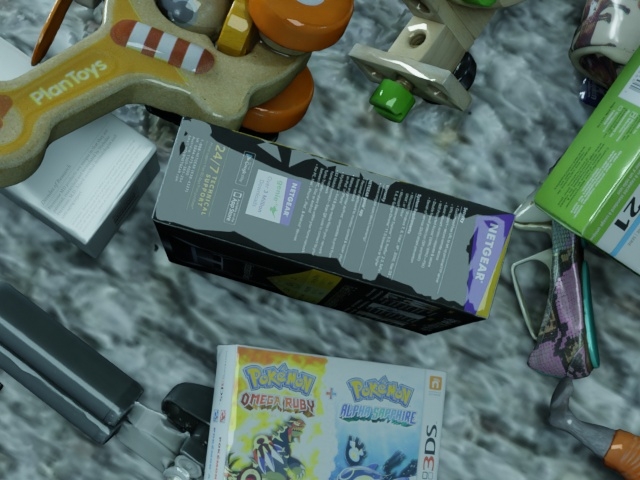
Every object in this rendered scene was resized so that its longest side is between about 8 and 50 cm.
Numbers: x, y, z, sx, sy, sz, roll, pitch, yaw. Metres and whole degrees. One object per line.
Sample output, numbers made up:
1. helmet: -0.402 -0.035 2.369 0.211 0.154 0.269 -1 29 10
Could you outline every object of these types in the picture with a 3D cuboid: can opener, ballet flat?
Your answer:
1. can opener: -0.177 0.130 1.208 0.280 0.074 0.093 34 48 -1
2. ballet flat: 0.208 0.012 1.246 0.079 0.077 0.221 0 83 16

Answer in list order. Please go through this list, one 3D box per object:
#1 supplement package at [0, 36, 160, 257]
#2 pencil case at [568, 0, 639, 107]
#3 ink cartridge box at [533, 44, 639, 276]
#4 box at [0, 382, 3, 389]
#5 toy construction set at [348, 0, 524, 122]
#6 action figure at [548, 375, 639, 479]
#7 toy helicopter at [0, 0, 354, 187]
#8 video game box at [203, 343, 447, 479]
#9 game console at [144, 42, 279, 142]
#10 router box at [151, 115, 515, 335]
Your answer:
1. supplement package: -0.239 -0.081 1.204 0.179 0.105 0.105 35 82 0
2. pencil case: 0.349 -0.306 1.249 0.160 0.183 0.410 14 81 26
3. ink cartridge box: 0.331 -0.034 1.125 0.255 0.097 0.188 31 98 -24
4. box: -0.327 0.125 1.214 0.083 0.018 0.067 38 82 1
5. toy construction set: 0.059 -0.247 1.196 0.309 0.257 0.237 33 88 20
6. action figure: 0.336 0.229 1.211 0.330 0.178 0.341 19 52 -7
7. toy helicopter: -0.162 -0.158 1.118 0.235 0.140 0.355 46 54 12
8. video game box: 0.004 0.190 1.182 0.205 0.048 0.187 9 80 -25
9. game console: -0.085 -0.156 1.239 0.071 0.107 0.122 5 79 39
10. router box: 0.000 0.000 1.107 0.243 0.309 0.081 17 83 -3
